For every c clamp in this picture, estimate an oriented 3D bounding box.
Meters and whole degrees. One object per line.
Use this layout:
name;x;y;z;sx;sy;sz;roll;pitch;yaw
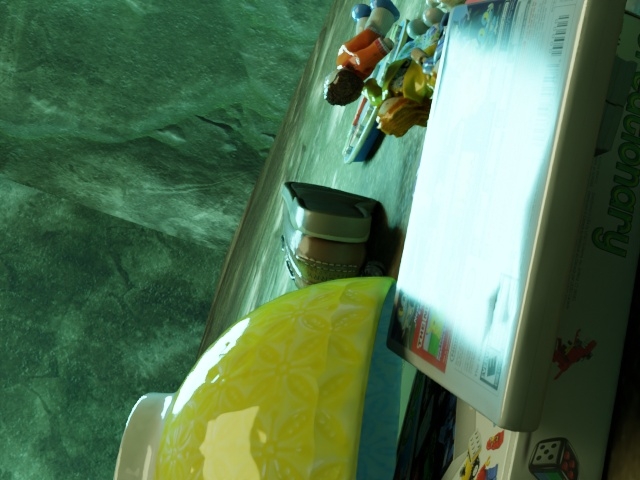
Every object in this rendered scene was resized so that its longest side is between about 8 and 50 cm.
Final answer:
c clamp;0.038;0.082;1.268;0.137;0.022;0.161;107;-179;-48

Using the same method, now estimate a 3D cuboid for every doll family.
doll family;0.111;-0.184;1.184;0.263;0.118;0.163;-35;25;46

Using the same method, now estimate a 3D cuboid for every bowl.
bowl;-0.040;0.158;0.790;0.289;0.156;0.289;5;-90;-82

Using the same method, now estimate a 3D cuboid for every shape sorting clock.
shape sorting clock;0.072;-0.197;1.666;0.206;0.040;0.206;-161;90;-82

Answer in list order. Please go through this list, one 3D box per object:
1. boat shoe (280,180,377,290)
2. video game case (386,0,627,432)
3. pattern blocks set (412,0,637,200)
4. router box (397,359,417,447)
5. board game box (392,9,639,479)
boat shoe;0.000;0.000;1.405;0.307;0.110;0.104;-62;-19;-80
video game case;0.086;-0.023;0.639;0.183;0.023;0.201;-153;73;-75
pattern blocks set;0.118;-0.107;0.750;0.325;0.026;0.285;136;152;-70
router box;-0.030;0.259;1.095;0.301;0.082;0.335;128;160;-68
board game box;0.113;0.041;0.719;0.193;0.053;0.305;127;161;-65
